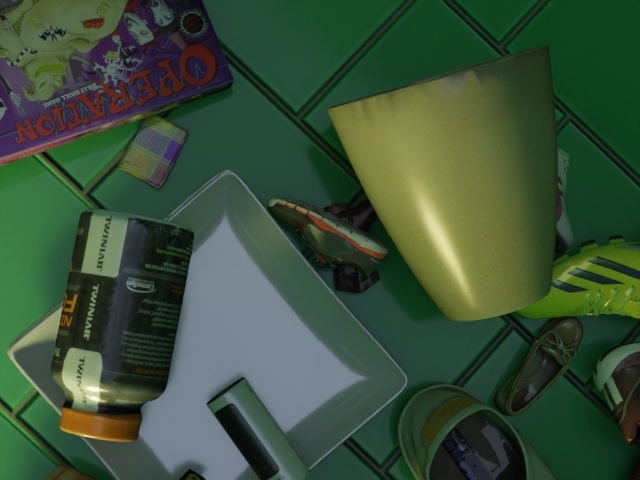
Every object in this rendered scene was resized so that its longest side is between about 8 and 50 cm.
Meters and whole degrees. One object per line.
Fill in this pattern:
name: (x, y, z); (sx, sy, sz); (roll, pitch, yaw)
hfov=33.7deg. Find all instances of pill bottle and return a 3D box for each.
pill bottle: (-0.224, 0.096, 1.175); (0.130, 0.130, 0.245); (10, 84, -5)

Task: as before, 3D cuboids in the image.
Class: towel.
towel: (-0.206, -0.111, 1.303); (0.060, 0.009, 0.083); (26, 83, -2)

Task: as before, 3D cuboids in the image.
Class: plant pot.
plant pot: (0.169, -0.056, 1.212); (0.257, 0.256, 0.274); (-18, 97, -7)

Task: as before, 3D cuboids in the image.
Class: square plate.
square plate: (-0.131, 0.151, 1.270); (0.344, 0.049, 0.347); (-40, 90, -8)

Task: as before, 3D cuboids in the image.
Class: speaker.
speaker: (-0.071, 0.228, 1.218); (0.055, 0.055, 0.136); (-35, 90, -7)

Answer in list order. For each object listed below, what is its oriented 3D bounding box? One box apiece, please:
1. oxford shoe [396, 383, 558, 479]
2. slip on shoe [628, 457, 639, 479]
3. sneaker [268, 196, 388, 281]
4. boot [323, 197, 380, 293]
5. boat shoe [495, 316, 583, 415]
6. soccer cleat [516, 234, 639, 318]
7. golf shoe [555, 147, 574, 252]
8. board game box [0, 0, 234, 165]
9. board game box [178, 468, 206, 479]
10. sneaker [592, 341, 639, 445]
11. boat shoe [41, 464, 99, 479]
oxford shoe: (0.258, 0.360, 1.254); (0.169, 0.130, 0.449); (-40, 92, -10)
slip on shoe: (0.541, 0.320, 1.294); (0.331, 0.123, 0.101); (15, 80, 0)
sneaker: (0.000, 0.000, 1.271); (0.158, 0.061, 0.065); (28, 101, 10)
boot: (0.062, 0.005, 1.307); (0.106, 0.037, 0.114); (-13, 83, 6)
boat shoe: (0.276, 0.155, 1.310); (0.056, 0.048, 0.153); (44, 83, -1)
soccer cleat: (0.380, 0.057, 1.300); (0.289, 0.093, 0.121); (-15, 69, -9)
golf shoe: (0.282, -0.078, 1.321); (0.086, 0.067, 0.186); (-22, 88, -9)
board game box: (-0.300, -0.226, 1.261); (0.347, 0.056, 0.208); (-22, 92, -16)
board game box: (-0.213, 0.383, 1.166); (0.030, 0.136, 0.259); (31, 99, 7)
sneaker: (0.482, 0.198, 1.270); (0.281, 0.106, 0.162); (-9, 49, 2)
boat shoe: (-0.348, 0.397, 1.203); (0.103, 0.113, 0.302); (37, 74, 1)
